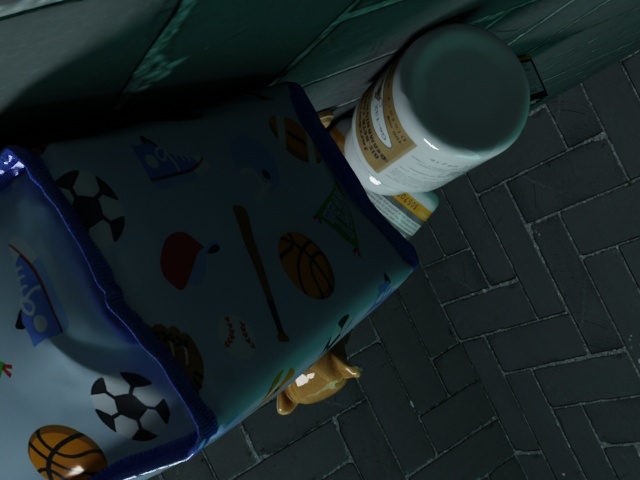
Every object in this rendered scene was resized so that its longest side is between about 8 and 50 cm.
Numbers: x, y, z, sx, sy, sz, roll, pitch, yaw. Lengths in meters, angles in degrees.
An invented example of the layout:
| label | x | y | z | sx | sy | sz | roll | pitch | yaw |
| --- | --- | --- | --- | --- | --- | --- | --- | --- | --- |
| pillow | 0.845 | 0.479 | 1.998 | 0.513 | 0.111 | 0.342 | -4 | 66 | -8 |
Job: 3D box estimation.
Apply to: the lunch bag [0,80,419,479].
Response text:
| label | x | y | z | sx | sy | sz | roll | pitch | yaw |
| --- | --- | --- | --- | --- | --- | --- | --- | --- | --- |
| lunch bag | -0.177 | 0.067 | 0.729 | 0.385 | 0.239 | 0.328 | -36 | 175 | 33 |

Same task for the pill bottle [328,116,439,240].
| label | x | y | z | sx | sy | sz | roll | pitch | yaw |
| --- | --- | --- | --- | --- | --- | --- | --- | --- | --- |
| pill bottle | 0.000 | 0.000 | 1.178 | 0.278 | 0.162 | 0.162 | -48 | 176 | 7 |

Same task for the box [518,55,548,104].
| label | x | y | z | sx | sy | sz | roll | pitch | yaw |
| --- | --- | --- | --- | --- | --- | --- | --- | --- | --- |
| box | 0.150 | -0.160 | 1.439 | 0.322 | 0.079 | 0.257 | -27 | 180 | 35 |

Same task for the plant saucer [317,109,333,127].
| label | x | y | z | sx | sy | sz | roll | pitch | yaw |
| --- | --- | --- | --- | --- | --- | --- | --- | --- | --- |
| plant saucer | -0.023 | -0.119 | 1.063 | 0.083 | 0.013 | 0.083 | -27 | 179 | -1 |

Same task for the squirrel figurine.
| label | x | y | z | sx | sy | sz | roll | pitch | yaw |
| --- | --- | --- | --- | --- | --- | --- | --- | --- | --- |
| squirrel figurine | -0.093 | 0.134 | 1.722 | 0.281 | 0.371 | 0.397 | -26 | 178 | 16 |

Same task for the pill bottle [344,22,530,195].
| label | x | y | z | sx | sy | sz | roll | pitch | yaw |
| --- | --- | --- | --- | --- | --- | --- | --- | --- | --- |
| pill bottle | 0.103 | -0.118 | 0.973 | 0.131 | 0.131 | 0.229 | -26 | 178 | -18 |
